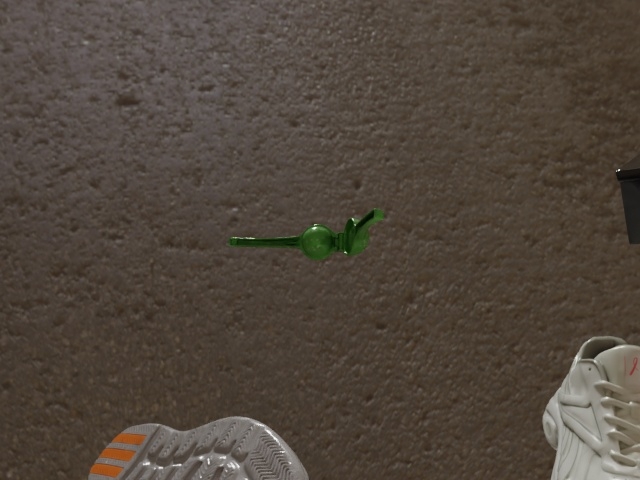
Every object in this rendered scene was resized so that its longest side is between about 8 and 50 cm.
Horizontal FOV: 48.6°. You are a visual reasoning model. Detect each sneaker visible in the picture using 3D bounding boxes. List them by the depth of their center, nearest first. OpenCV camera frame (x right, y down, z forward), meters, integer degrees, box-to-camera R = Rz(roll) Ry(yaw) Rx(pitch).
[{"bbox_3d":[0.221,0.140,0.531,0.091,0.115,0.232,8,17,3],"label":"sneaker"},{"bbox_3d":[-0.092,0.281,0.732,0.180,0.321,0.124,55,54,-24],"label":"sneaker"}]

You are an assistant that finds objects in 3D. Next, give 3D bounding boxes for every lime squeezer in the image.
[{"bbox_3d":[0.000,0.000,1.054,0.110,0.310,0.058,-7,89,-46],"label":"lime squeezer"}]

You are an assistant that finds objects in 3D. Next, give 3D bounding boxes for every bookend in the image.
[{"bbox_3d":[0.369,-0.012,0.738,0.072,0.156,0.157,-7,7,33],"label":"bookend"}]
